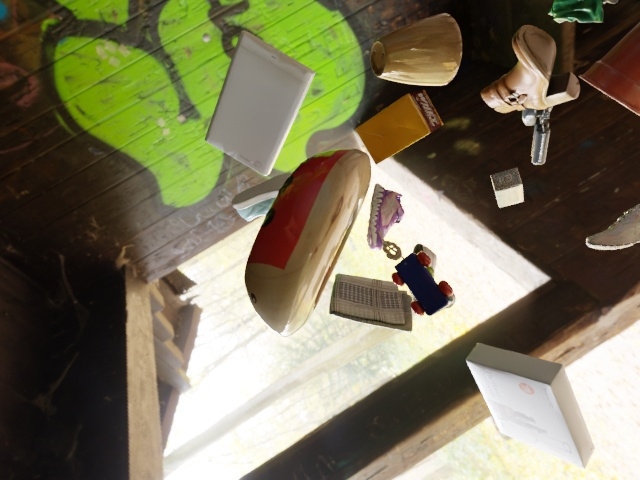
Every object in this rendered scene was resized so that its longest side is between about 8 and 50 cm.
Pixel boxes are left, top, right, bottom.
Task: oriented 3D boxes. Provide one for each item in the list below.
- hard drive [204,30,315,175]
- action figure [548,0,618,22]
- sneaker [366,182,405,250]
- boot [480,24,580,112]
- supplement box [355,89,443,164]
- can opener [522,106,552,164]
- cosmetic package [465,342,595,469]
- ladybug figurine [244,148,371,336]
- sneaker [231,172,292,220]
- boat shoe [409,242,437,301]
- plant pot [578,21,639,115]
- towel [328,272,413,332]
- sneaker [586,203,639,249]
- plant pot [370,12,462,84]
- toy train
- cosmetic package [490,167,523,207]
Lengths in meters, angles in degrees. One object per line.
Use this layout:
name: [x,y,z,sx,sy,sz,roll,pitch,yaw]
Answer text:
hard drive: [-0.169,-0.349,1.073,0.203,0.307,0.040,30,-148,-1]
action figure: [0.681,-0.632,1.074,0.232,0.064,0.137,-104,11,-71]
sneaker: [0.195,-0.069,1.198,0.095,0.105,0.236,100,-177,-54]
boot: [0.543,-0.455,1.125,0.284,0.108,0.220,20,173,-32]
supplement box: [0.250,-0.355,1.270,0.129,0.192,0.194,59,-145,-5]
can opener: [0.772,-0.392,1.451,0.280,0.093,0.074,59,-141,-45]
cosmetic package: [0.679,0.529,1.326,0.285,0.097,0.377,-1,124,55]
ladybug figurine: [-0.026,-0.021,0.877,0.162,0.448,0.305,24,159,7]
sneaker: [-0.205,-0.189,1.828,0.135,0.367,0.150,-90,-22,-47]
boat shoe: [0.458,0.154,1.892,0.156,0.136,0.366,40,-133,-25]
plant pot: [1.080,-0.590,1.350,0.273,0.265,0.272,22,-144,-17]
towel: [0.203,0.229,1.596,0.312,0.325,0.056,-71,-7,-68]
sneaker: [1.060,-0.049,1.386,0.111,0.298,0.129,25,-133,-73]
plant pot: [0.314,-0.650,1.425,0.237,0.255,0.236,166,90,-76]
toy train: [0.249,0.076,1.048,0.143,0.105,0.247,15,-142,-56]
cosmetic package: [0.932,-0.259,2.025,0.238,0.127,0.107,32,-133,-55]
